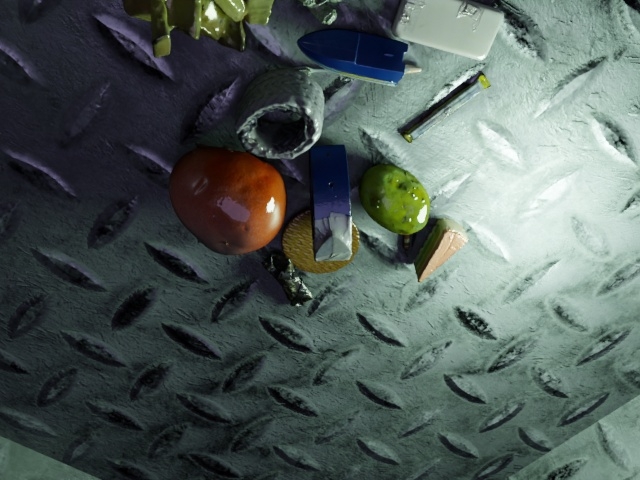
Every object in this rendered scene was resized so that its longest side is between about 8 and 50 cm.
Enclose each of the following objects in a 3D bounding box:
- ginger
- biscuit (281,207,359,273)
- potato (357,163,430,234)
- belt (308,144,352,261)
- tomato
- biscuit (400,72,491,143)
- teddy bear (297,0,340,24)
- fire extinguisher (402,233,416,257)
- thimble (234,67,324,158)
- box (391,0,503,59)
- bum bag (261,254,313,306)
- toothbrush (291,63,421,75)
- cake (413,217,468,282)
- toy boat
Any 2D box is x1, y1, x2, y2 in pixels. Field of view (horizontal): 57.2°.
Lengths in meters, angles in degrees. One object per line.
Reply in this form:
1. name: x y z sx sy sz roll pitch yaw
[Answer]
1. ginger: -0.259 -0.610 1.410 0.413 0.211 0.358 -32 123 24
2. biscuit: 0.000 0.000 1.939 0.262 0.037 0.261 -3 122 -4
3. potato: 0.228 -0.129 1.818 0.186 0.148 0.253 -38 110 0
4. belt: 0.028 -0.110 1.751 0.117 0.212 0.346 -3 100 -5
5. tomato: -0.268 -0.109 1.669 0.342 0.272 0.341 9 162 3
6. biscuit: 0.368 -0.385 1.735 0.292 0.026 0.048 -35 115 16
7. teddy bear: -0.027 -0.659 1.480 0.213 0.111 0.133 45 65 -45
8. fire extinguisher: 0.299 0.004 1.979 0.046 0.032 0.100 -26 128 -30
9. thimble: -0.112 -0.343 1.619 0.246 0.157 0.217 -10 134 12
10. box: 0.345 -0.590 1.594 0.285 0.044 0.142 11 123 -12
11. bum bag: -0.106 0.139 1.999 0.102 0.069 0.248 -19 129 16
12. toothbrush: 0.100 -0.478 1.651 0.375 0.037 0.028 -3 125 -6
13. cake: 0.375 0.026 1.947 0.090 0.109 0.225 34 113 -24
14. toy boat: 0.081 -0.508 1.590 0.295 0.088 0.129 10 81 -7
